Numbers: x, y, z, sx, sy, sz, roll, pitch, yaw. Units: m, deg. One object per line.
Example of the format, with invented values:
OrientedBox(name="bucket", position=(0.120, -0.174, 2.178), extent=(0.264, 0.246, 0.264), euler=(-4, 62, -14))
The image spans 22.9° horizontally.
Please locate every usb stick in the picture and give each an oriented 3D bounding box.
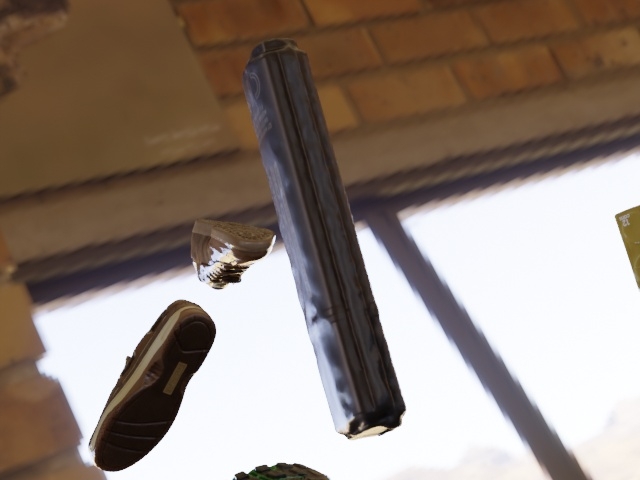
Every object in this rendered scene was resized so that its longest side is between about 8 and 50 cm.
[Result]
OrientedBox(name="usb stick", position=(0.000, 0.000, 1.073), extent=(0.045, 0.278, 0.077), euler=(-12, -13, -15))

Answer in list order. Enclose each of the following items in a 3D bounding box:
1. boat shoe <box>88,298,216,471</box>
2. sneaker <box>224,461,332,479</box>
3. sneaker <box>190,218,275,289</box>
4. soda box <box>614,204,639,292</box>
OrientedBox(name="boat shoe", position=(-0.233, 0.194, 2.154), extent=(0.095, 0.095, 0.257), euler=(34, -86, -33))
OrientedBox(name="sneaker", position=(-0.107, 0.395, 1.796), extent=(0.343, 0.134, 0.146), euler=(-47, -36, -6))
OrientedBox(name="sneaker", position=(-0.091, 0.019, 1.646), extent=(0.066, 0.071, 0.188), euler=(4, 4, -15))
OrientedBox(name="soda box", position=(0.295, -0.019, 1.081), extent=(0.058, 0.061, 0.181), euler=(-5, -14, -45))
